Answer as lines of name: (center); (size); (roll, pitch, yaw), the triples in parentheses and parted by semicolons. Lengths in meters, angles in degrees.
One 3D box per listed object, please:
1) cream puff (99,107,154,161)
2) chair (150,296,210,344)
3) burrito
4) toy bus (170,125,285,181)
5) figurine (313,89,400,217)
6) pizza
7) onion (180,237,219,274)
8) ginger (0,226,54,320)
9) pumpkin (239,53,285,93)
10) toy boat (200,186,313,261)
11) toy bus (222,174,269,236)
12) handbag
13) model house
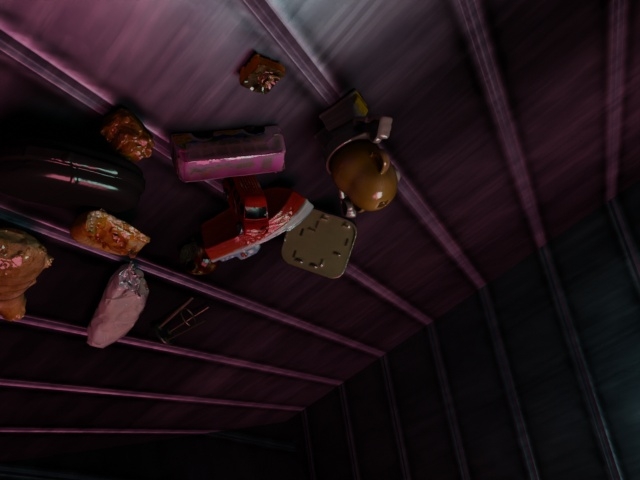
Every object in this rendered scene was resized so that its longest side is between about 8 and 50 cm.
cream puff: (-0.415, -0.219, 1.125); (0.094, 0.122, 0.116); (-34, 111, 2)
chair: (-0.509, 0.303, 1.907); (0.221, 0.095, 0.104); (-31, 139, 13)
burrito: (-0.623, 0.200, 1.649); (0.138, 0.101, 0.445); (5, 139, -35)
toy bus: (-0.217, -0.211, 1.279); (0.273, 0.112, 0.090); (-11, 140, -23)
figurine: (0.097, -0.202, 1.343); (0.167, 0.285, 0.343); (-21, 149, -2)
pizza: (-0.511, -0.008, 1.293); (0.182, 0.074, 0.365); (15, 168, -15)
onion: (-0.361, 0.051, 1.602); (0.117, 0.119, 0.118); (-7, 164, 37)
ginger: (-0.807, 0.095, 1.285); (0.236, 0.166, 0.375); (-5, 140, -47)
pumpkin: (-0.127, -0.360, 1.155); (0.083, 0.054, 0.074); (4, 145, -48)
toy boat: (-0.177, -0.043, 1.533); (0.331, 0.145, 0.133); (-26, 141, 8)
toy bus: (-0.190, -0.101, 1.383); (0.081, 0.195, 0.089); (-4, 142, -32)
handbag: (-0.521, -0.128, 1.098); (0.253, 0.093, 0.308); (-6, 167, 42)
model house: (0.000, 0.000, 1.783); (0.278, 0.218, 0.205); (-44, 154, -87)
